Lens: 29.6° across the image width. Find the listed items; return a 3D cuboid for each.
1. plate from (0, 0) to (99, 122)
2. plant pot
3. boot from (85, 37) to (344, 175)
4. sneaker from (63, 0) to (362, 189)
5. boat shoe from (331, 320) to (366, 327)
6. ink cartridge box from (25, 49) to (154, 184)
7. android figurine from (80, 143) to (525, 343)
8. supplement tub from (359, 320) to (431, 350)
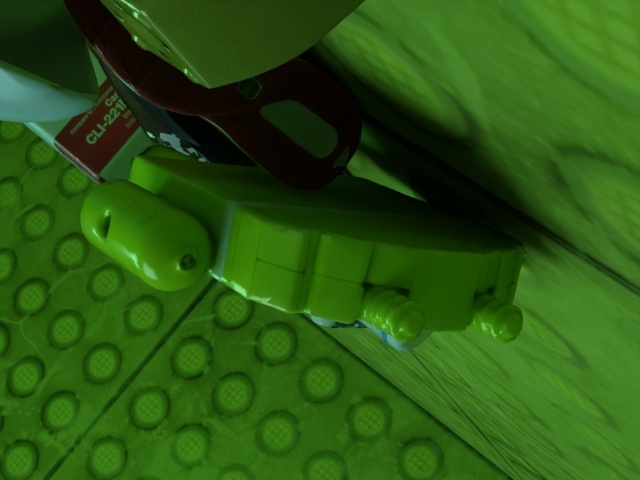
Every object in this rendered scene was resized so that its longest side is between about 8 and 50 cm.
[{"bbox_3d":[-0.247,-0.133,0.572,0.277,0.045,0.278,22,-167,-20],"label":"plate"},{"bbox_3d":[-0.038,-0.105,0.433,0.081,0.083,0.081,35,172,38],"label":"plant pot"},{"bbox_3d":[-0.116,-0.095,0.938,0.280,0.096,0.264,34,172,49],"label":"boot"},{"bbox_3d":[-0.084,-0.112,0.663,0.221,0.087,0.128,46,170,-36],"label":"sneaker"},{"bbox_3d":[0.016,0.066,1.385,0.073,0.080,0.223,47,168,-14],"label":"boat shoe"},{"bbox_3d":[-0.306,-0.182,1.369,0.273,0.114,0.197,39,175,2],"label":"ink cartridge box"},{"bbox_3d":[0.000,0.000,0.683,0.248,0.056,0.273,3,-165,-35],"label":"android figurine"},{"bbox_3d":[0.048,0.036,1.008,0.107,0.071,0.071,37,173,27],"label":"supplement tub"}]
